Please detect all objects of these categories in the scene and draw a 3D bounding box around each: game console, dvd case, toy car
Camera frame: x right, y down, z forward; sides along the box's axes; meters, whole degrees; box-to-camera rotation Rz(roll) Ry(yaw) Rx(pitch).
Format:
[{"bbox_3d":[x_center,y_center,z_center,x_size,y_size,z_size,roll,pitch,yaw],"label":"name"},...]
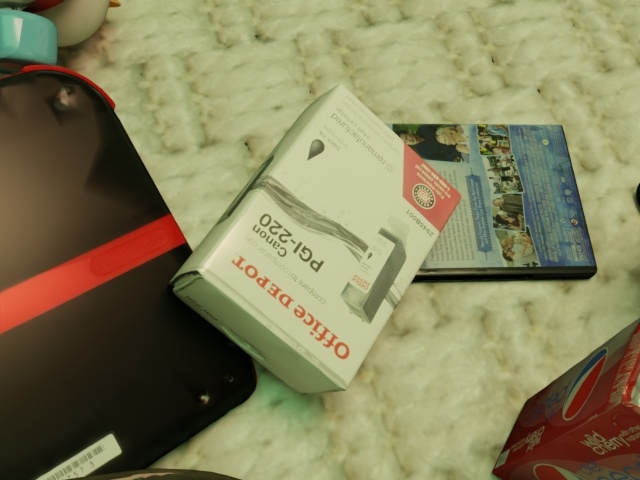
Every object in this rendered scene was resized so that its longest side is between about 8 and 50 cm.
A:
[{"bbox_3d":[-0.272,0.061,0.568,0.386,0.060,0.342,-29,93,-33],"label":"game console"},{"bbox_3d":[0.147,-0.042,0.777,0.252,0.022,0.181,-1,64,-7],"label":"dvd case"},{"bbox_3d":[-0.301,-0.255,0.738,0.210,0.238,0.219,0,88,10],"label":"toy car"}]

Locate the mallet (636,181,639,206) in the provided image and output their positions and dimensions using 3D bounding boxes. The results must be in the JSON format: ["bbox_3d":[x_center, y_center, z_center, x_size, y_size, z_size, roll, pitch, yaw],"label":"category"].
[{"bbox_3d":[0.392,0.016,0.772,0.062,0.039,0.190,-12,70,-15],"label":"mallet"}]

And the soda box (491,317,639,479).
[{"bbox_3d":[0.220,0.142,0.556,0.092,0.263,0.083,31,65,10],"label":"soda box"}]

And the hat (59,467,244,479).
[{"bbox_3d":[-0.161,0.268,0.511,0.331,0.331,0.134,-30,26,-19],"label":"hat"}]

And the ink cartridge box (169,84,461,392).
[{"bbox_3d":[0.000,0.000,0.650,0.158,0.092,0.218,40,66,-13],"label":"ink cartridge box"}]
